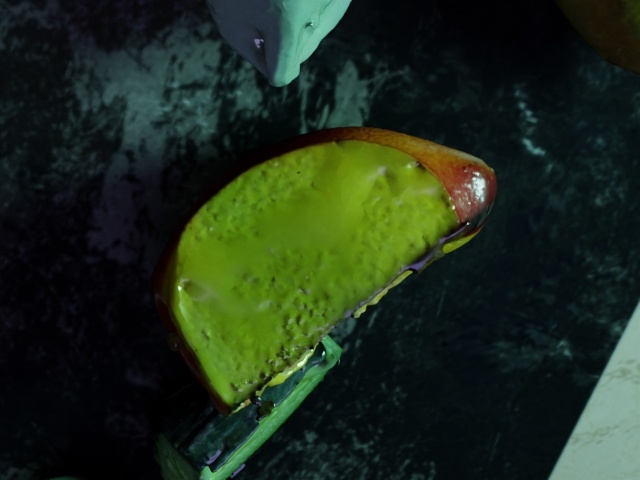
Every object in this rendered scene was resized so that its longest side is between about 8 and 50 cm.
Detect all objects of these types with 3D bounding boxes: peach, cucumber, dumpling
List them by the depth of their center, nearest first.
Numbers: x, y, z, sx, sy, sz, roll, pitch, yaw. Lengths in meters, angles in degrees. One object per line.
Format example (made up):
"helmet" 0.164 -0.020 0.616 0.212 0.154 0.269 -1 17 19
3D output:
"dumpling" -0.018 -0.217 1.067 0.149 0.105 0.216 -12 111 -8
"peach" -0.006 -0.003 1.164 0.267 0.159 0.154 -39 91 -4
"cucumber" -0.069 0.138 1.272 0.193 0.085 0.115 -40 166 6

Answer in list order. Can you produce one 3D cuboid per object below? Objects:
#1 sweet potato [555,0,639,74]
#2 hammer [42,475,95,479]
"sweet potato" 0.210 -0.242 1.104 0.158 0.158 0.369 -23 129 -3
"hammer" -0.312 0.282 1.274 0.336 0.119 0.206 7 116 -12
